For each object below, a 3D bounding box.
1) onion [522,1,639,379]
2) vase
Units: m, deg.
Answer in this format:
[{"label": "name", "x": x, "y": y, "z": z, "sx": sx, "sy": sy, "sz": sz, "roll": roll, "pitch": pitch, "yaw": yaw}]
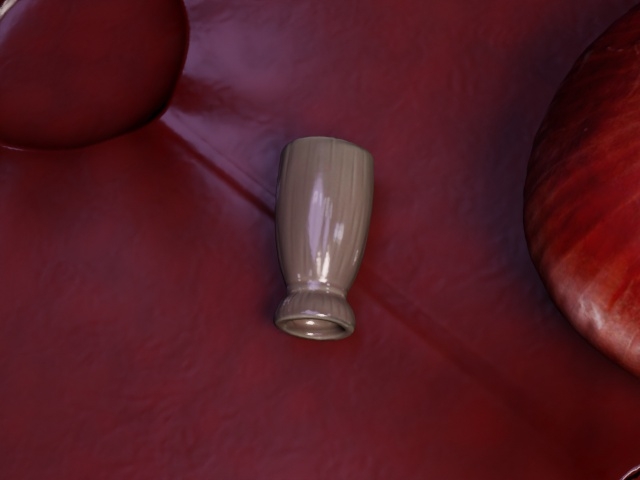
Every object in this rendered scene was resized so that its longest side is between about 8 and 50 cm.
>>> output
[{"label": "onion", "x": 0.216, "y": -0.037, "z": 0.620, "sx": 0.248, "sy": 0.161, "sz": 0.248, "roll": -13, "pitch": 41, "yaw": 12}, {"label": "vase", "x": 0.000, "y": 0.000, "z": 0.708, "sx": 0.053, "sy": 0.053, "sz": 0.100, "roll": 0, "pitch": 69, "yaw": 15}]
